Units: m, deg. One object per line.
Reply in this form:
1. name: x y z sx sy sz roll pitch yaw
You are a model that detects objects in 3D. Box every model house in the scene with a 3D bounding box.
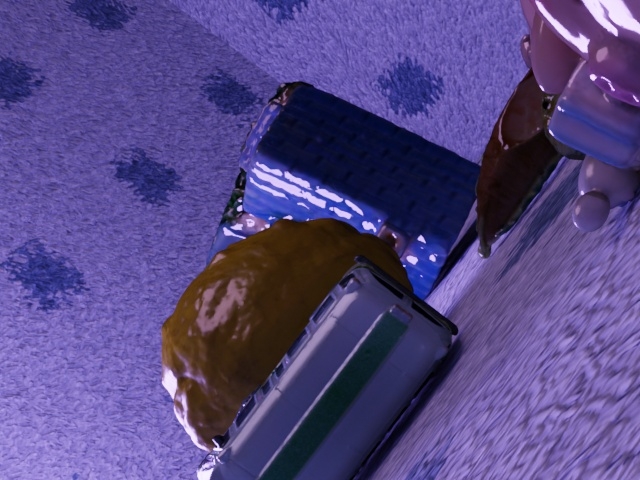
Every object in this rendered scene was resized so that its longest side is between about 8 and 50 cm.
1. model house: 0.000 0.000 2.065 0.445 0.395 0.400 -62 -1 8

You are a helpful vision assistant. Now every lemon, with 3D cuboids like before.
1. lemon: -0.028 0.114 1.497 0.316 0.285 0.285 -27 -4 -5

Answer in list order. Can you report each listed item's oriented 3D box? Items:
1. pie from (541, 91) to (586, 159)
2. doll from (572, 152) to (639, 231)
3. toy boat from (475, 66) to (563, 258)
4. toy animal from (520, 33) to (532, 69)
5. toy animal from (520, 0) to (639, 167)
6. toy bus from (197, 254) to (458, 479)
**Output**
1. pie: 0.254 -0.167 1.219 0.187 0.041 0.186 -173 90 -78
2. doll: 0.200 -0.058 0.878 0.135 0.072 0.113 -58 -7 -25
3. toy boat: 0.249 -0.119 1.520 0.293 0.108 0.099 -58 -35 -7
4. toy animal: 0.426 -0.341 2.257 0.124 0.124 0.212 -53 5 -5
5. toy animal: 0.174 -0.142 0.625 0.213 0.195 0.256 -62 -2 21
6. toy bus: 0.003 0.158 1.232 0.276 0.134 0.165 -54 -2 1
